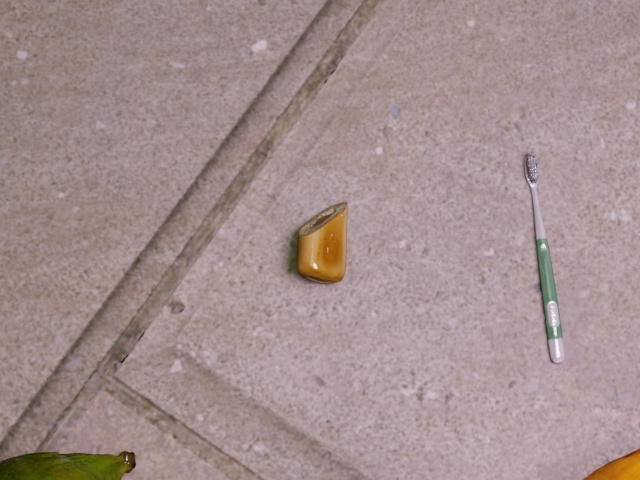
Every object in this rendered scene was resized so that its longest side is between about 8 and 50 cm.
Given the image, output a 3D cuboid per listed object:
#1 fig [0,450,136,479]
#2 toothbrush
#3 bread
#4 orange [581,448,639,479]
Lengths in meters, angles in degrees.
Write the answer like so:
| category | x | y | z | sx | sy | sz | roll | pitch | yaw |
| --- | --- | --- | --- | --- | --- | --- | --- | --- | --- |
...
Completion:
| category | x | y | z | sx | sy | sz | roll | pitch | yaw |
| --- | --- | --- | --- | --- | --- | --- | --- | --- | --- |
| fig | -0.293 | 0.305 | 1.708 | 0.203 | 0.203 | 0.235 | 29 | 36 | 6 |
| toothbrush | 0.264 | 0.018 | 1.851 | 0.018 | 0.024 | 0.257 | -5 | 76 | -3 |
| bread | 0.000 | -0.001 | 1.831 | 0.062 | 0.049 | 0.103 | 13 | 70 | -33 |
| orange | 0.363 | 0.336 | 1.647 | 0.261 | 0.261 | 0.261 | 0 | 75 | -2 |
